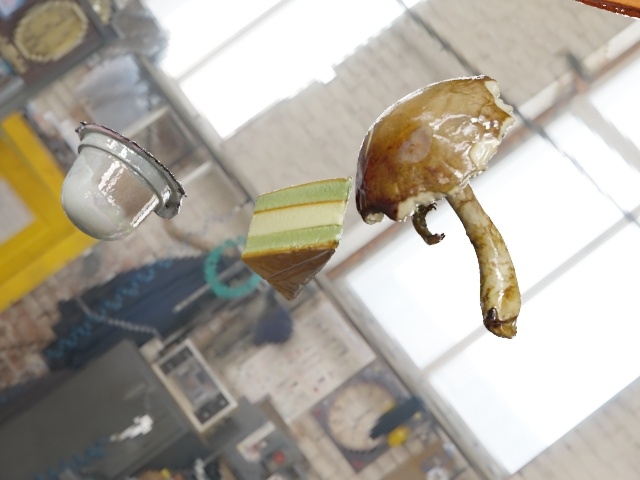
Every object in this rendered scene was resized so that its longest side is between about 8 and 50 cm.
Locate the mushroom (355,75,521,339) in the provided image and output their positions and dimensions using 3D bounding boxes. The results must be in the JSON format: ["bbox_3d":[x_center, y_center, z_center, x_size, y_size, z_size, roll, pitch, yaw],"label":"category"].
[{"bbox_3d":[0.152,-0.053,1.668,0.233,0.208,0.301,-65,152,-48],"label":"mushroom"}]

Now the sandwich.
[{"bbox_3d":[0.000,0.000,1.862,0.187,0.117,0.144,-9,-32,38],"label":"sandwich"}]

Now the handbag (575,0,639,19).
[{"bbox_3d":[0.361,-0.417,1.539,0.116,0.303,0.410,7,15,-30],"label":"handbag"}]

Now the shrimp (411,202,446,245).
[{"bbox_3d":[0.149,-0.050,1.746,0.127,0.025,0.091,106,-30,-44],"label":"shrimp"}]

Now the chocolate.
[{"bbox_3d":[-0.332,-0.072,2.101,0.221,0.147,0.221,30,-13,8],"label":"chocolate"}]
